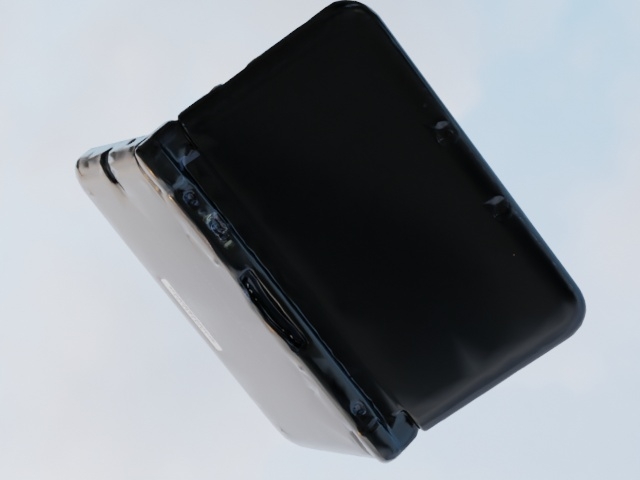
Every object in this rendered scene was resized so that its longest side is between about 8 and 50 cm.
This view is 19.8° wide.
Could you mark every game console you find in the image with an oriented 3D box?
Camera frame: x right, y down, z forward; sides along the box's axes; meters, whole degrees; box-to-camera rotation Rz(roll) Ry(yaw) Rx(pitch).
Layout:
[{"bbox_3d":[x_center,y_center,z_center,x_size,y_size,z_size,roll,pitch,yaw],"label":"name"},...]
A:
[{"bbox_3d":[0.000,0.000,0.555,0.071,0.122,0.107,-43,-165,-20],"label":"game console"}]
